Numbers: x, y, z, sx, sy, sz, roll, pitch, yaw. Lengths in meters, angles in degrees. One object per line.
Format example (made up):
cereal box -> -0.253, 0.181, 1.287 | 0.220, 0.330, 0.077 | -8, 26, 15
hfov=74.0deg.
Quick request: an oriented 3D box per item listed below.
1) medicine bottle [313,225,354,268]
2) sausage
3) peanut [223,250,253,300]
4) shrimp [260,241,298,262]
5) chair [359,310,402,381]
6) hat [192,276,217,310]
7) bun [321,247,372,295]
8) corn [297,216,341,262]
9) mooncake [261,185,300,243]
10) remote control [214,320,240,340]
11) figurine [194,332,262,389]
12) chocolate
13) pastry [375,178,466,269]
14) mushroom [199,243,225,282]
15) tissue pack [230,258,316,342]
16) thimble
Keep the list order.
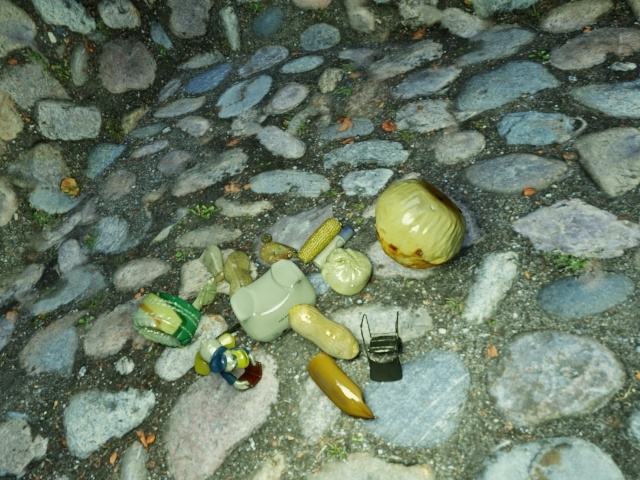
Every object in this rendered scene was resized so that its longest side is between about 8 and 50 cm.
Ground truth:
medicine bottle -> 0.062, 0.031, 1.961 | 0.059, 0.059, 0.231 | 31, 71, 35
sausage -> 0.077, 0.542, 1.545 | 0.112, 0.112, 0.328 | -42, 52, -13
peanut -> -0.382, 0.178, 1.980 | 0.136, 0.120, 0.299 | -38, 48, 21
shrimp -> -0.197, 0.065, 2.039 | 0.216, 0.051, 0.115 | 10, 65, 26
chair -> 0.238, 0.396, 1.599 | 0.140, 0.222, 0.145 | -8, 10, 16
hat -> -0.529, 0.261, 1.973 | 0.122, 0.081, 0.166 | -38, 21, 35
bun -> 0.107, 0.120, 1.826 | 0.229, 0.145, 0.230 | -13, 50, 15
corn -> -0.004, -0.002, 1.992 | 0.091, 0.091, 0.260 | 30, 71, 38
mooncake -> -0.200, -0.129, 2.189 | 0.150, 0.057, 0.347 | 6, 63, 9
remote control -> -0.413, 0.404, 1.866 | 0.245, 0.063, 0.025 | -36, 91, -7
figurine -> -0.364, 0.491, 1.660 | 0.283, 0.338, 0.205 | 34, 75, 0
chocolate -> 0.013, 0.352, 1.646 | 0.309, 0.134, 0.134 | 33, 68, 4
pastry -> 0.391, -0.057, 1.718 | 0.313, 0.388, 0.389 | -48, 46, 23
mushroom -> -0.521, 0.108, 2.108 | 0.116, 0.093, 0.225 | -50, 60, 10
tissue pack -> -0.184, 0.262, 1.777 | 0.332, 0.236, 0.229 | -35, 42, -8
thimble -> -0.683, 0.352, 1.875 | 0.287, 0.254, 0.168 | -6, 49, 33
